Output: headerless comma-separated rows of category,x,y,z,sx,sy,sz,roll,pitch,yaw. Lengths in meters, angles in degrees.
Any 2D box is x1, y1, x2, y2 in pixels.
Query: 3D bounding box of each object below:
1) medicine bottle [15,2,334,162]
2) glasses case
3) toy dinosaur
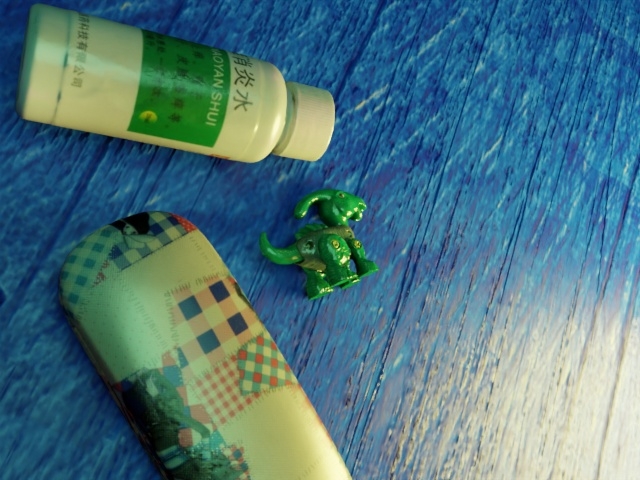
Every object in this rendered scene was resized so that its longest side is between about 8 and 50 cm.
medicine bottle,-0.116,-0.123,0.610,0.260,0.095,0.095,9,72,-27
glasses case,-0.083,0.128,0.567,0.125,0.076,0.327,-32,92,-29
toy dinosaur,0.000,0.000,0.664,0.132,0.059,0.096,-12,73,-38
